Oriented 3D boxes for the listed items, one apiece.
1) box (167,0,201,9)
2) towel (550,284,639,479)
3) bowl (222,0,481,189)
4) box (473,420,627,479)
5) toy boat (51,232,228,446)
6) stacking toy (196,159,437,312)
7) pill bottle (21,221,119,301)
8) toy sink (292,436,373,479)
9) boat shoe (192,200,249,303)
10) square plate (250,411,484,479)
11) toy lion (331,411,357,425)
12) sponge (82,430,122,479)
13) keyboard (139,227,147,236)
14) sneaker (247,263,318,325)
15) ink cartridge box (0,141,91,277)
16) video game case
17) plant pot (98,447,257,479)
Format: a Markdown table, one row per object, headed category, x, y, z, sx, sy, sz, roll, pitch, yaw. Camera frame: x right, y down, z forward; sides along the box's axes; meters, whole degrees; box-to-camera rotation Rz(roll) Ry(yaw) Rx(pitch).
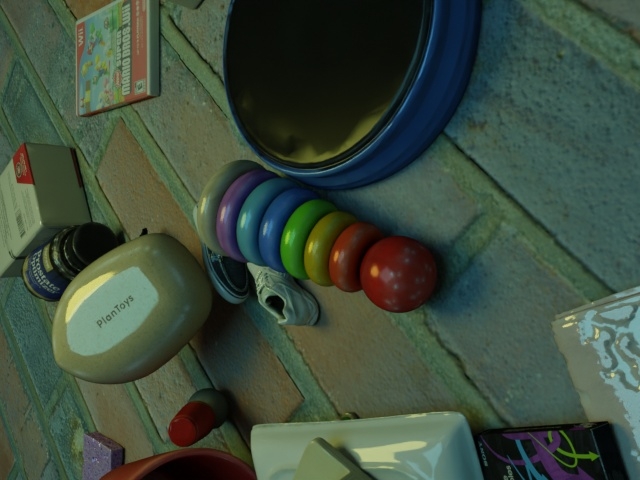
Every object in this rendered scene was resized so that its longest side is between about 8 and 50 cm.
| category | x | y | z | sx | sy | sz | roll | pitch | yaw |
| --- | --- | --- | --- | --- | --- | --- | --- | --- | --- |
| box | -0.265 | -0.493 | 0.965 | 0.119 | 0.181 | 0.182 | -34 | 68 | 37 |
| towel | 0.381 | 0.166 | 0.465 | 0.317 | 0.053 | 0.332 | -31 | 69 | 38 |
| bowl | 0.013 | -0.261 | 0.783 | 0.391 | 0.077 | 0.391 | 1 | 91 | 43 |
| box | 0.224 | 0.241 | 0.591 | 0.162 | 0.029 | 0.116 | -37 | 65 | 59 |
| toy boat | -0.254 | 0.164 | 0.933 | 0.267 | 0.148 | 0.318 | -33 | 86 | 7 |
| stacking toy | 0.000 | 0.000 | 0.776 | 0.330 | 0.141 | 0.141 | 21 | 104 | 33 |
| pill bottle | -0.498 | 0.040 | 1.220 | 0.219 | 0.122 | 0.123 | -24 | 74 | 41 |
| toy sink | 0.018 | 0.354 | 0.646 | 0.234 | 0.131 | 0.153 | 33 | 114 | 31 |
| boat shoe | -0.138 | 0.000 | 0.929 | 0.083 | 0.065 | 0.183 | -37 | 66 | 35 |
| square plate | 0.059 | 0.391 | 0.734 | 0.344 | 0.049 | 0.347 | -18 | 85 | 39 |
| toy lion | 0.053 | 0.275 | 0.782 | 0.096 | 0.034 | 0.100 | 25 | 107 | 32 |
| sponge | -0.444 | 0.506 | 1.234 | 0.117 | 0.031 | 0.210 | 6 | 94 | 42 |
| keyboard | -0.310 | 0.032 | 1.067 | 0.180 | 0.023 | 0.108 | -167 | 84 | -67 |
| sneaker | -0.066 | 0.064 | 0.867 | 0.152 | 0.061 | 0.054 | 45 | 120 | 34 |
| ink cartridge box | -0.637 | -0.060 | 1.352 | 0.273 | 0.114 | 0.197 | -33 | 70 | 37 |
| video game case | -0.406 | -0.364 | 1.201 | 0.285 | 0.025 | 0.204 | 0 | 90 | 43 |
| plant pot | -0.238 | 0.440 | 0.907 | 0.243 | 0.274 | 0.275 | -18 | 78 | 52 |
